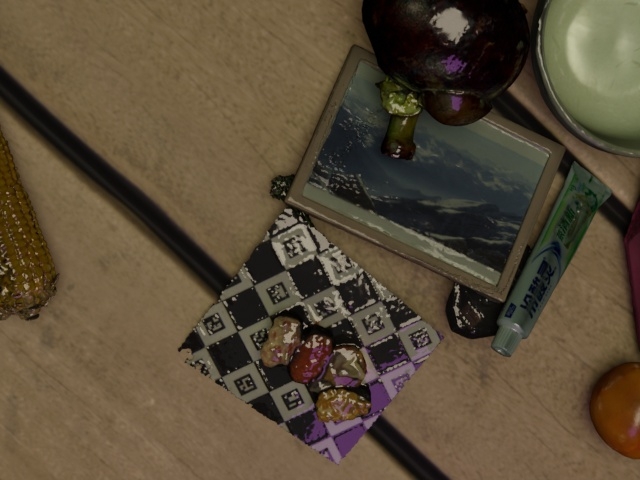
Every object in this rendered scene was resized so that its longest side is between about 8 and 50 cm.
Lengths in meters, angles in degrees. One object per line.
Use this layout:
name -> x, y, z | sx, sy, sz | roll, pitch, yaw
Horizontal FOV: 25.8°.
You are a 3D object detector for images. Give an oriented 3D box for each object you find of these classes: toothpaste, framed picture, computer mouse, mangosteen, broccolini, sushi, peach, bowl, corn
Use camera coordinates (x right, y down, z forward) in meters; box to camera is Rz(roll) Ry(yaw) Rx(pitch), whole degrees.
toothpaste -> 0.316, 0.028, 1.940 | 0.075, 0.048, 0.297 | 35, 72, -13
framed picture -> 0.147, -0.091, 1.924 | 0.335, 0.022, 0.247 | 25, 77, -7
computer mouse -> 0.240, 0.070, 1.964 | 0.172, 0.057, 0.099 | -41, 96, -14
mangosteen -> 0.144, -0.245, 1.840 | 0.231, 0.231, 0.289 | 32, 96, -8
broccolini -> 0.000, 0.000, 1.938 | 0.044, 0.042, 0.218 | -35, 99, -1
sushi -> -0.014, 0.146, 1.926 | 0.290, 0.050, 0.264 | 38, 99, -8
peach -> 0.447, 0.243, 1.963 | 0.138, 0.138, 0.138 | -1, 95, -6
bowl -> 0.421, -0.266, 1.896 | 0.307, 0.163, 0.307 | -1, 94, -6
corn -> -0.440, -0.041, 1.855 | 0.115, 0.115, 0.318 | -19, 96, -4

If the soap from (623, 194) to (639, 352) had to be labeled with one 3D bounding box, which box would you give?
soap -> 0.544, 0.032, 1.954 | 0.220, 0.127, 0.325 | -12, 97, -4
